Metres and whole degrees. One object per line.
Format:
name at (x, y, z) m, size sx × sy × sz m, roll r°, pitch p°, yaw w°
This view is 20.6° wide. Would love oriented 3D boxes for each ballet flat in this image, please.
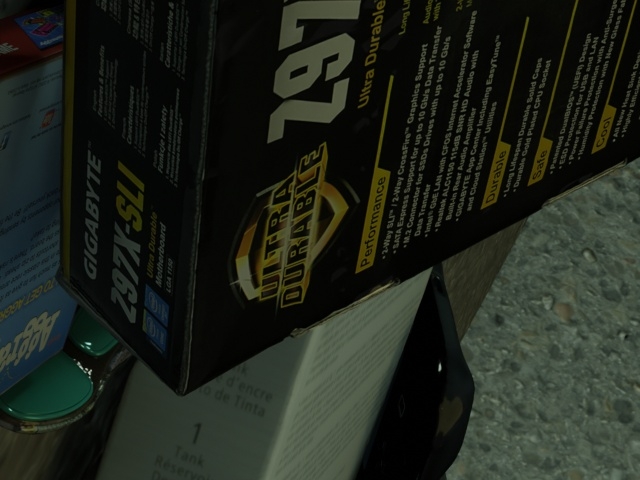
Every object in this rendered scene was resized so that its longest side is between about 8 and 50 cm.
ballet flat at (-0.105, 0.054, 0.704) m, size 0.114 × 0.041 × 0.041 m, roll -48°, pitch 161°, yaw -59°

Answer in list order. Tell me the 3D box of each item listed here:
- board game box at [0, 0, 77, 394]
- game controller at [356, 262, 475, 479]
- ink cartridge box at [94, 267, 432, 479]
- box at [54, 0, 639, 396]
board game box at (-0.124, 0.012, 0.512) m, size 0.145 × 0.027 × 0.281 m, roll -69°, pitch 170°, yaw 20°
game controller at (0.046, 0.068, 1.200) m, size 0.319 × 0.067 × 0.166 m, roll -100°, pitch -166°, yaw -58°
ink cartridge box at (0.000, 0.000, 0.936) m, size 0.308 × 0.091 × 0.385 m, roll -32°, pitch 141°, yaw -72°
box at (0.048, -0.134, 0.520) m, size 0.257 × 0.079 × 0.322 m, roll -25°, pitch 141°, yaw -32°
